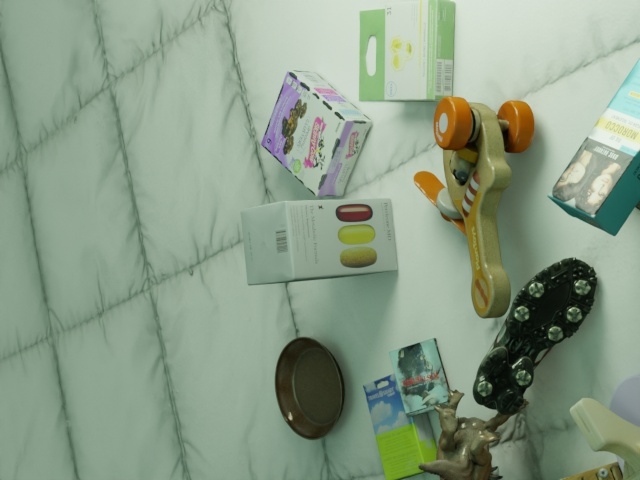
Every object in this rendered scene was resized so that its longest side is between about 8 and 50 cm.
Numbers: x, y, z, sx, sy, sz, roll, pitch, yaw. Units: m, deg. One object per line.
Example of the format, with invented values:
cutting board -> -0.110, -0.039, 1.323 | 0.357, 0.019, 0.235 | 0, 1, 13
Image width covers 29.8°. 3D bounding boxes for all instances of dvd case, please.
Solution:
dvd case -> 0.174, 0.237, 2.078 | 0.087, 0.013, 0.119 | -18, 77, 16

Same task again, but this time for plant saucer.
plant saucer -> -0.014, 0.282, 2.311 | 0.199, 0.036, 0.198 | 5, 97, 48

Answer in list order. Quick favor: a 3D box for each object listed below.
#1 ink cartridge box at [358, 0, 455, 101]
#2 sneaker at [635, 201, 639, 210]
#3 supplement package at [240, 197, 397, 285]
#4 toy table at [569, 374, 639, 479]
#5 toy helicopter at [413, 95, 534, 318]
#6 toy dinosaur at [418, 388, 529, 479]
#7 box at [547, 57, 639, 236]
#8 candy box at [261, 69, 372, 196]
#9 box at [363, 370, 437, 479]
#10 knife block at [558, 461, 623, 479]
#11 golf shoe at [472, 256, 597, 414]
ink cartridge box -> 0.131, -0.327, 2.094 | 0.235, 0.056, 0.171 | 6, 98, 47
sneaker -> 0.486, -0.091, 1.698 | 0.118, 0.083, 0.222 | -56, 41, 9
supplement package -> 0.000, 0.000, 2.118 | 0.134, 0.244, 0.139 | -9, 87, 50
toy table -> 0.461, 0.322, 1.674 | 0.274, 0.161, 0.252 | 52, 128, 32
toy helicopter -> 0.242, -0.045, 1.913 | 0.235, 0.140, 0.355 | 136, 131, -64
toy dinosaur -> 0.229, 0.353, 1.901 | 0.127, 0.296, 0.200 | 17, 109, 16
box -> 0.428, -0.134, 1.673 | 0.244, 0.060, 0.100 | -56, 38, 0
candy box -> -0.010, -0.201, 2.249 | 0.196, 0.070, 0.164 | 44, 124, 38
box -> 0.142, 0.328, 2.128 | 0.109, 0.042, 0.178 | -28, 70, 45
knife block -> 0.343, 0.436, 1.890 | 0.276, 0.242, 0.088 | -19, 75, 2
golf shoe -> 0.321, 0.137, 1.859 | 0.105, 0.120, 0.273 | 35, 97, 0
